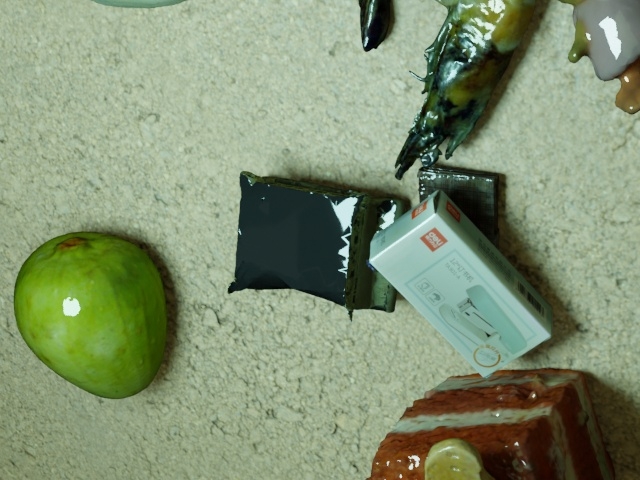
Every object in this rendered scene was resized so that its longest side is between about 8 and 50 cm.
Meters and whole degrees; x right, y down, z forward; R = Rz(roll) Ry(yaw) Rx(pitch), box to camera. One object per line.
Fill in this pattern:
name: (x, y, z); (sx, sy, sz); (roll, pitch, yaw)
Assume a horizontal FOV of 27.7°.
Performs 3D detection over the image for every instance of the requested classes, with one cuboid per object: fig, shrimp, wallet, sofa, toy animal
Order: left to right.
fig: (-0.385, 0.138, 2.239); (0.258, 0.258, 0.326); (10, 136, 28)
sofa: (0.000, 0.000, 2.001); (0.258, 0.182, 0.200); (10, 102, 28)
shrimp: (0.145, -0.286, 1.785); (0.272, 0.085, 0.445); (30, 124, 23)
wallet: (0.205, 0.002, 1.917); (0.124, 0.042, 0.230); (6, 117, 18)
toy animal: (0.355, -0.313, 1.584); (0.195, 0.169, 0.281); (-35, 105, -4)

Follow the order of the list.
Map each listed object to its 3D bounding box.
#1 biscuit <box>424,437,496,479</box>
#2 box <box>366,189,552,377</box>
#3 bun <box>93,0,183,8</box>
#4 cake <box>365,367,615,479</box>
biscuit: (0.250, 0.412, 1.707); (0.340, 0.047, 0.216); (37, 124, 3)
box: (0.202, 0.065, 1.874); (0.135, 0.079, 0.269); (-36, 108, 26)
bun: (-0.258, -0.502, 1.848); (0.360, 0.211, 0.359); (9, 119, 16)
cake: (0.267, 0.348, 1.887); (0.270, 0.319, 0.269); (-10, 106, 30)
